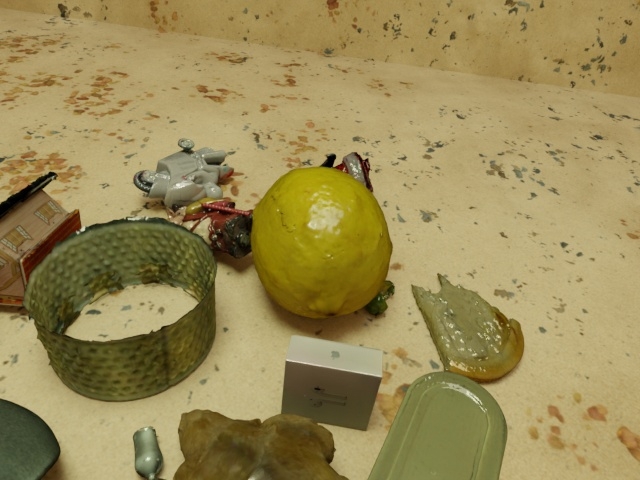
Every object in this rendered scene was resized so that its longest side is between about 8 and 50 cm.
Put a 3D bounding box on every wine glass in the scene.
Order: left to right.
[{"bbox_3d":[-0.220,0.281,0.585,0.038,0.042,0.083,-29,44,-6],"label":"wine glass"}]

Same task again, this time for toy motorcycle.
[{"bbox_3d":[-0.301,-0.143,1.080,0.170,0.110,0.260,36,37,10],"label":"toy motorcycle"}]

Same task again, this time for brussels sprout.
[{"bbox_3d":[0.110,0.108,0.867,0.050,0.046,0.083,15,28,16],"label":"brussels sprout"}]

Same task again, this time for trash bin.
[{"bbox_3d":[0.087,0.292,0.456,0.121,0.248,0.243,21,41,20],"label":"trash bin"}]

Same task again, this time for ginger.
[{"bbox_3d":[-0.089,0.277,0.545,0.218,0.123,0.270,-22,46,-34],"label":"ginger"}]

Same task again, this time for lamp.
[{"bbox_3d":[-0.239,-0.031,0.922,0.253,0.119,0.118,13,36,25],"label":"lamp"}]

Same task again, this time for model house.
[{"bbox_3d":[-0.546,0.026,0.812,0.206,0.154,0.294,-33,24,18],"label":"model house"}]

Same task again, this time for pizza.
[{"bbox_3d":[0.270,0.145,0.847,0.180,0.034,0.262,-6,39,-15],"label":"pizza"}]

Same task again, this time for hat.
[{"bbox_3d":[0.023,-0.136,1.132,0.227,0.129,0.140,-15,-2,-2],"label":"hat"}]

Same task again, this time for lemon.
[{"bbox_3d":[0.001,0.002,0.814,0.260,0.261,0.284,9,31,2],"label":"lemon"}]

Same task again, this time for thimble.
[{"bbox_3d":[-0.296,0.098,0.720,0.270,0.150,0.271,5,38,-4],"label":"thimble"}]

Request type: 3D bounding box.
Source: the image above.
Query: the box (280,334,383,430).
[{"bbox_3d":[0.014,0.204,0.650,0.129,0.130,0.051,9,36,2],"label":"box"}]

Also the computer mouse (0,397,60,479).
[{"bbox_3d":[-0.381,0.223,0.420,0.203,0.114,0.374,25,-2,-5],"label":"computer mouse"}]
